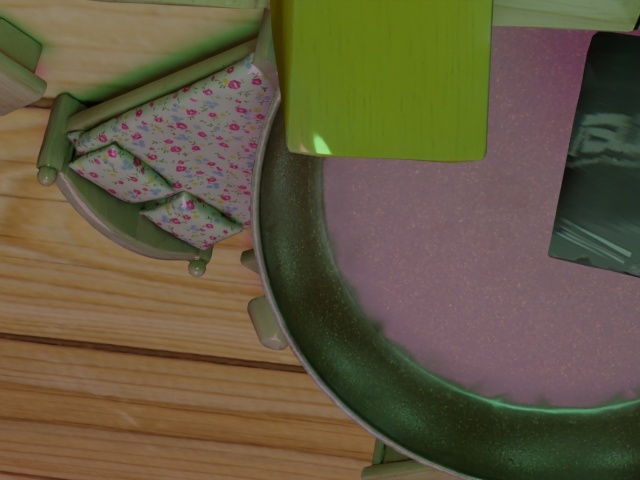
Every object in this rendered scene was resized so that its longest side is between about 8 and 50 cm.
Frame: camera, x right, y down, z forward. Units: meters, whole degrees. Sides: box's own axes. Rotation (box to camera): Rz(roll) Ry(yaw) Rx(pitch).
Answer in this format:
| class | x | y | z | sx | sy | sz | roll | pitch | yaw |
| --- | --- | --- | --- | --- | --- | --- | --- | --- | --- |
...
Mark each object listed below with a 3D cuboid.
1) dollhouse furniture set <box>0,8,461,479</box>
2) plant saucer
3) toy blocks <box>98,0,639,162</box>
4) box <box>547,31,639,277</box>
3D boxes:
| class | x | y | z | sx | sy | sz | roll | pitch | yaw |
| --- | --- | --- | --- | --- | --- | --- | --- | --- | --- |
| dollhouse furniture set | 0.000 | 0.000 | 0.851 | 0.303 | 0.174 | 0.355 | -17 | 142 | 42 |
| plant saucer | 0.121 | -0.016 | 0.766 | 0.310 | 0.050 | 0.311 | 2 | 115 | 4 |
| toy blocks | 0.097 | -0.172 | 0.330 | 0.381 | 0.191 | 0.261 | 1 | 140 | -11 |
| box | 0.330 | 0.016 | 0.566 | 0.395 | 0.097 | 0.318 | 10 | -179 | -42 |
